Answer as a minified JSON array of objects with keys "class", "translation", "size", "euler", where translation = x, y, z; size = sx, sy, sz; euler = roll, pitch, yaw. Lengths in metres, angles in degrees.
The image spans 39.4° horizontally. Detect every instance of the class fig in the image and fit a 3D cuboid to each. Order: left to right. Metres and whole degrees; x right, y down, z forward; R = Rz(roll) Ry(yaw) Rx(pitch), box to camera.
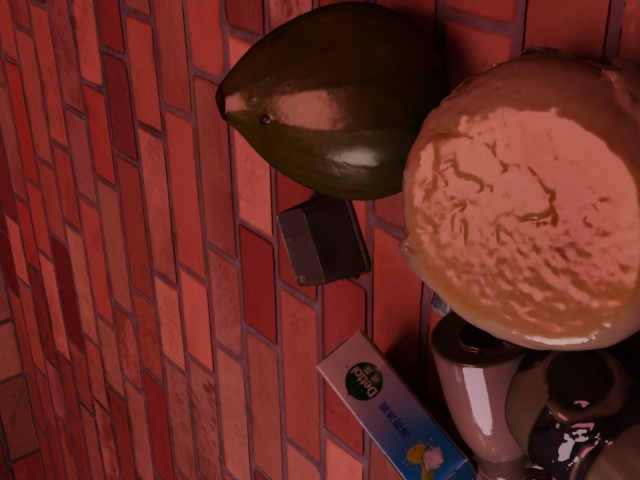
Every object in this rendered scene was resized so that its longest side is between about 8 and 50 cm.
[{"class":"fig","translation":[0.010,-0.135,0.902],"size":[0.203,0.225,0.203],"euler":[173,90,-78]}]

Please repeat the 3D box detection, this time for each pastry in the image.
[{"class":"pastry","translation":[0.188,-0.034,0.744],"size":[0.264,0.133,0.265],"euler":[16,119,31]}]

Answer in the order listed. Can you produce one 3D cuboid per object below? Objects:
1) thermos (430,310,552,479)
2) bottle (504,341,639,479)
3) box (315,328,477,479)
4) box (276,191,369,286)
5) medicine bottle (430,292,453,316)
[{"class":"thermos","translation":[0.196,0.173,0.919],"size":[0.137,0.105,0.193],"euler":[4,123,33]},{"class":"bottle","translation":[0.300,0.210,0.727],"size":[0.347,0.168,0.168],"euler":[43,139,38]},{"class":"box","translation":[0.092,0.212,1.048],"size":[0.194,0.073,0.139],"euler":[51,178,25]},{"class":"box","translation":[0.000,0.000,1.120],"size":[0.084,0.069,0.122],"euler":[-10,99,57]},{"class":"medicine bottle","translation":[0.150,-0.014,0.913],"size":[0.090,0.053,0.209],"euler":[35,133,36]}]
